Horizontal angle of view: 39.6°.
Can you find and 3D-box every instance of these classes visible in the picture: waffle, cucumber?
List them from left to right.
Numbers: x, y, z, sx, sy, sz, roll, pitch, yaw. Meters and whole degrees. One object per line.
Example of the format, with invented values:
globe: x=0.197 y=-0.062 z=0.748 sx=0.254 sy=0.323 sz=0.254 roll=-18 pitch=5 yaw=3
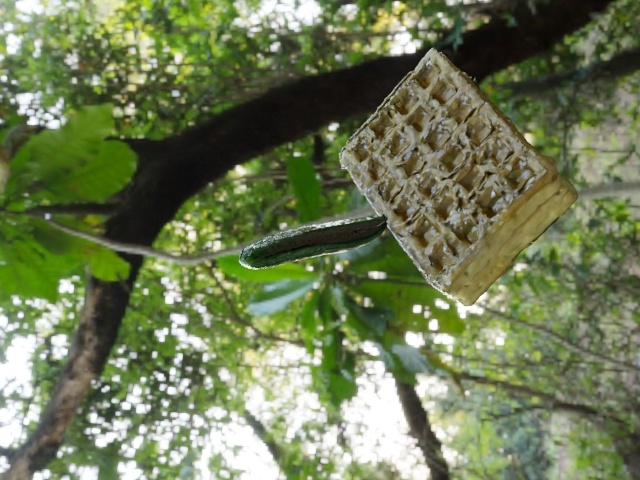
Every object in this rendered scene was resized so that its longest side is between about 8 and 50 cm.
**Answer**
cucumber: x=0.000 y=0.000 z=0.872 sx=0.184 sy=0.036 sz=0.033 roll=-11 pitch=-86 yaw=-36
waffle: x=0.166 y=-0.087 z=1.141 sx=0.091 sy=0.213 sz=0.308 roll=25 pitch=-156 yaw=-42
